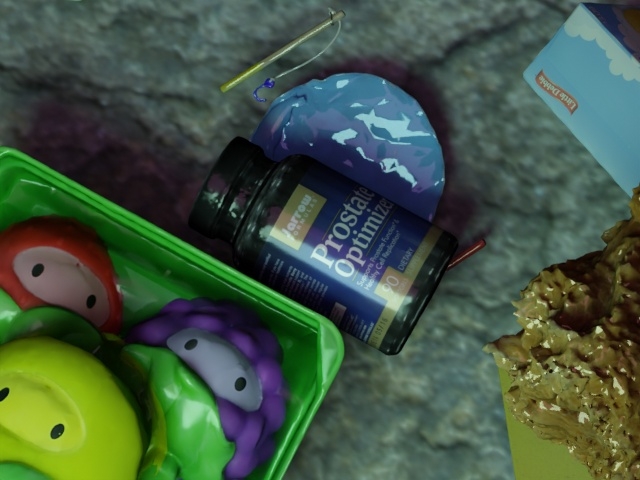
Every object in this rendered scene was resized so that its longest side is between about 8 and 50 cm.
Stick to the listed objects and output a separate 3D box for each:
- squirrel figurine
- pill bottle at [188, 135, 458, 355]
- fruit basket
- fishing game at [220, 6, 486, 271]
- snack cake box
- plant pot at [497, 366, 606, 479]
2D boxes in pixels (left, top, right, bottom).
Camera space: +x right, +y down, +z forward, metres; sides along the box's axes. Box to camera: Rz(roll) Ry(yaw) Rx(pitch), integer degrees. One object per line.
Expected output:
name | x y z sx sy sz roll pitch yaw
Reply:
squirrel figurine | 0.325 0.137 1.309 0.397 0.281 0.370 33 109 20
pill bottle | 0.000 0.000 1.593 0.219 0.123 0.123 29 94 5
fruit basket | -0.195 0.118 1.525 0.392 0.392 0.283 28 98 8
fishing game | 0.023 -0.063 1.661 0.189 0.041 0.264 -36 90 14
snack cake box | 0.312 -0.081 1.516 0.264 0.152 0.089 51 121 23
plant pot | 0.267 0.146 1.546 0.187 0.212 0.212 -8 91 23
